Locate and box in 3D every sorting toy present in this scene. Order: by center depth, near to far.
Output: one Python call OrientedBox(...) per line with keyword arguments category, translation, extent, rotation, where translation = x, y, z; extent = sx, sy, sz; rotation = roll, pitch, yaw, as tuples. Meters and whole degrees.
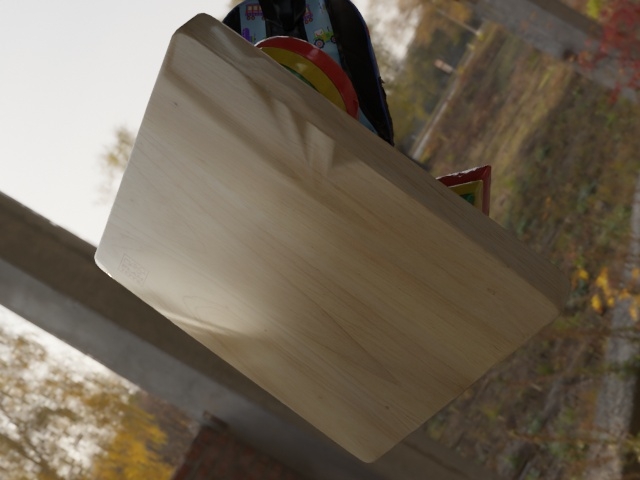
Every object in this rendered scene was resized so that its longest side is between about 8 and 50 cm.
OrientedBox(category="sorting toy", translation=(0.000, 0.000, 0.602), extent=(0.089, 0.257, 0.255), rotation=(-53, -1, -39))

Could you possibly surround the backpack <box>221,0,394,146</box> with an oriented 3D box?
OrientedBox(category="backpack", translation=(-0.019, -0.141, 0.840), extent=(0.117, 0.158, 0.173), rotation=(-80, -22, -82))
